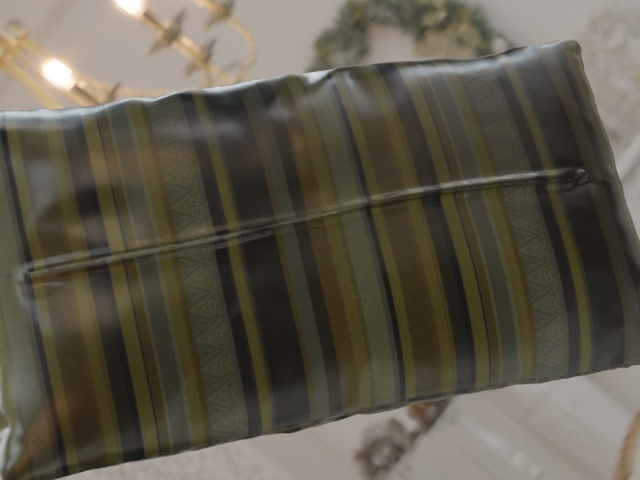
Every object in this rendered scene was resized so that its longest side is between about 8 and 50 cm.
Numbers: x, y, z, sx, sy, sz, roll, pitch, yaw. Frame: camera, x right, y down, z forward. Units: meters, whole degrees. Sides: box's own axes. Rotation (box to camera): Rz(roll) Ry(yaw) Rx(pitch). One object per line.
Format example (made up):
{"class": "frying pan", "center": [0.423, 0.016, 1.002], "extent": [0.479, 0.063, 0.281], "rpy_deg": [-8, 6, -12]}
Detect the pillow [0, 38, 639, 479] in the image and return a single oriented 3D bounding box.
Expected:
{"class": "pillow", "center": [0.000, 0.000, 0.448], "extent": [0.203, 0.113, 0.038], "rpy_deg": [-10, -18, -16]}
